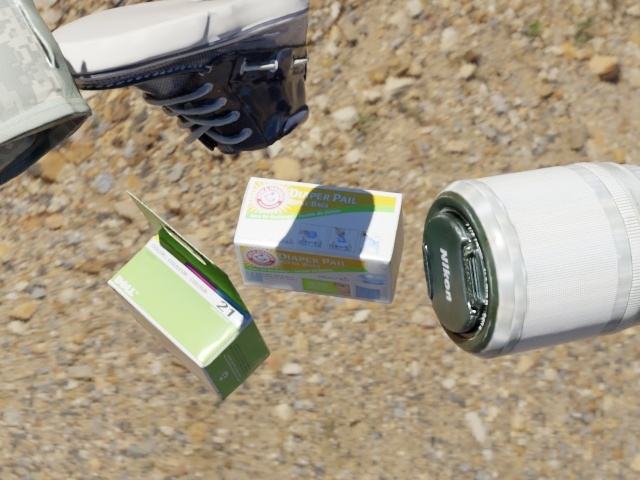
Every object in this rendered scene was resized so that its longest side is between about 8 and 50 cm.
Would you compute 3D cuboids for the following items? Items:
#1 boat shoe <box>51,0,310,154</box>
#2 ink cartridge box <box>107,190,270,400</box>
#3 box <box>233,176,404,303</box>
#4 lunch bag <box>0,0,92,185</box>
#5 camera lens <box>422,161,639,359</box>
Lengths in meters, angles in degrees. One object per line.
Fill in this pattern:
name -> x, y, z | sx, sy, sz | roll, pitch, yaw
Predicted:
boat shoe -> -0.110, -0.145, 1.116 | 0.340, 0.127, 0.158 | -29, 120, -52
ink cartridge box -> -0.181, 0.073, 1.523 | 0.189, 0.255, 0.097 | 39, 76, 25
box -> 0.000, 0.000, 1.552 | 0.203, 0.114, 0.103 | 7, 59, 10
lunch bag -> -0.318, -0.115, 0.782 | 0.287, 0.169, 0.235 | -31, 86, 13
camera lens -> 0.278, 0.021, 1.484 | 0.274, 0.219, 0.219 | -9, 87, -18
